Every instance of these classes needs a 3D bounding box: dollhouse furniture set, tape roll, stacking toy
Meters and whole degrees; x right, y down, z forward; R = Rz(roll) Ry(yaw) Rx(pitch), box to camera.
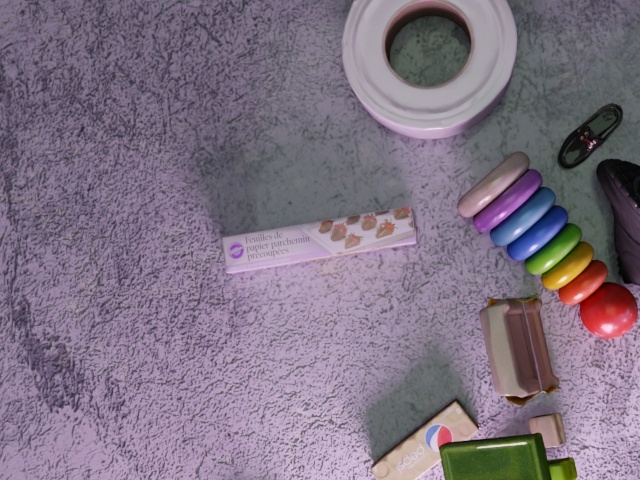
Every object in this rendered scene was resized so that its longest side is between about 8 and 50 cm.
[{"bbox_3d":[0.277,0.244,1.563,0.151,0.197,0.302,-15,80,27],"label":"dollhouse furniture set"},{"bbox_3d":[0.178,-0.314,1.644,0.286,0.100,0.286,0,87,9],"label":"tape roll"},{"bbox_3d":[0.370,0.023,1.586,0.141,0.141,0.330,-41,87,5],"label":"stacking toy"}]

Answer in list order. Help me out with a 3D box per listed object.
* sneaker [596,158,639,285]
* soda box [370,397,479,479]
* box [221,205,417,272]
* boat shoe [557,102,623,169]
[{"bbox_3d":[0.505,0.000,1.570,0.130,0.109,0.286,-51,55,44],"label":"sneaker"},{"bbox_3d":[0.169,0.337,1.627,0.181,0.058,0.061,-39,82,4],"label":"soda box"},{"bbox_3d":[0.000,0.000,1.670,0.324,0.067,0.063,-9,85,7],"label":"box"},{"bbox_3d":[0.437,-0.171,1.625,0.133,0.042,0.049,-45,84,5],"label":"boat shoe"}]
